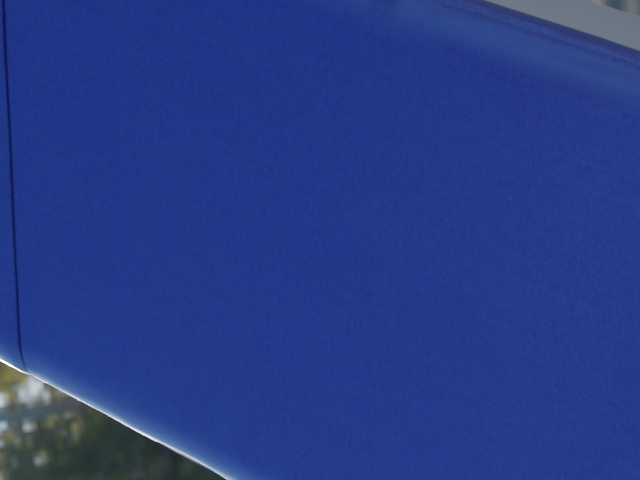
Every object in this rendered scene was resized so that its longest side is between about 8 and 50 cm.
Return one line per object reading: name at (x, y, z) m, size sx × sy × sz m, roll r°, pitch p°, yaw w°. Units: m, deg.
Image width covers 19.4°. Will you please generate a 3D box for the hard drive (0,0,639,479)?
hard drive at (0.000, 0.000, 0.622) m, size 0.040 × 0.318 × 0.210 m, roll -30°, pitch -48°, yaw -44°
